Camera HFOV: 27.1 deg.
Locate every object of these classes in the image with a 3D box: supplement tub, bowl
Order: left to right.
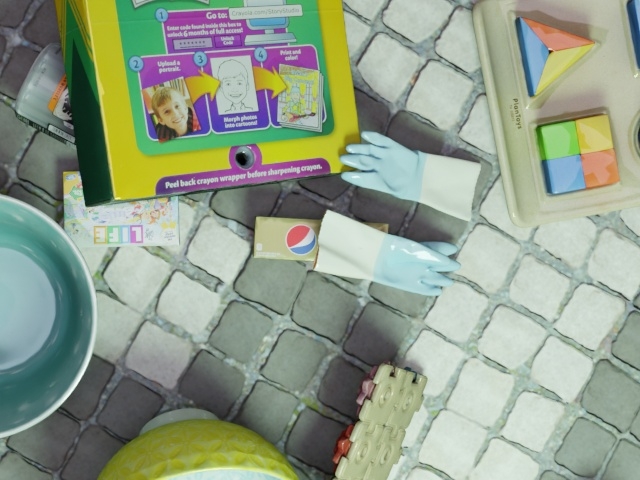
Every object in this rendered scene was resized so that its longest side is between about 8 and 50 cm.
[{"bbox_3d":[-0.436,0.093,1.722,0.311,0.163,0.311,0,91,-4],"label":"bowl"},{"bbox_3d":[-0.294,-0.170,1.748,0.190,0.117,0.117,27,90,-4],"label":"supplement tub"},{"bbox_3d":[-0.170,0.315,1.731,0.289,0.289,0.156,-13,49,-3],"label":"bowl"}]

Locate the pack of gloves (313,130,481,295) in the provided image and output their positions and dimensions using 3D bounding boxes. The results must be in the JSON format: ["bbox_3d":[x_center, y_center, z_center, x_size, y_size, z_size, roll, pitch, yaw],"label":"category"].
[{"bbox_3d":[0.116,-0.032,1.758,0.232,0.046,0.195,13,88,-32],"label":"pack of gloves"}]

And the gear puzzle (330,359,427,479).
[{"bbox_3d":[0.039,0.320,1.769,0.044,0.175,0.339,22,89,28],"label":"gear puzzle"}]

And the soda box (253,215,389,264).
[{"bbox_3d":[0.000,0.000,1.797,0.181,0.061,0.058,3,91,-4],"label":"soda box"}]

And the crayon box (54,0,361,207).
[{"bbox_3d":[-0.139,-0.221,1.693,0.363,0.106,0.313,-9,91,-31],"label":"crayon box"}]

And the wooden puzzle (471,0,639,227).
[{"bbox_3d":[0.402,-0.203,1.809,0.348,0.080,0.322,-11,92,-3],"label":"wooden puzzle"}]

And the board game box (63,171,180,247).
[{"bbox_3d":[-0.268,-0.043,1.797,0.154,0.026,0.103,-2,92,-4],"label":"board game box"}]
